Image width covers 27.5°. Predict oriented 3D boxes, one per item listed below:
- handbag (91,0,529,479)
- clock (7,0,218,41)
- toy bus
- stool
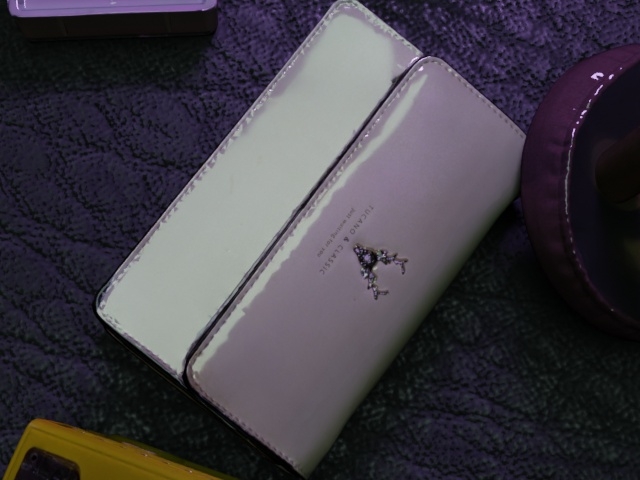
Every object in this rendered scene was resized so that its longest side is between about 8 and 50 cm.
[{"bbox_3d":[0.000,0.000,1.143,0.236,0.160,0.358,38,78,-1],"label":"handbag"},{"bbox_3d":[-0.194,-0.266,1.240,0.192,0.071,0.147,-3,77,-2],"label":"clock"},{"bbox_3d":[-0.104,0.246,1.029,0.331,0.151,0.145,11,73,36],"label":"toy bus"},{"bbox_3d":[0.325,-0.046,1.108,0.272,0.178,0.272,2,85,-27],"label":"stool"}]
